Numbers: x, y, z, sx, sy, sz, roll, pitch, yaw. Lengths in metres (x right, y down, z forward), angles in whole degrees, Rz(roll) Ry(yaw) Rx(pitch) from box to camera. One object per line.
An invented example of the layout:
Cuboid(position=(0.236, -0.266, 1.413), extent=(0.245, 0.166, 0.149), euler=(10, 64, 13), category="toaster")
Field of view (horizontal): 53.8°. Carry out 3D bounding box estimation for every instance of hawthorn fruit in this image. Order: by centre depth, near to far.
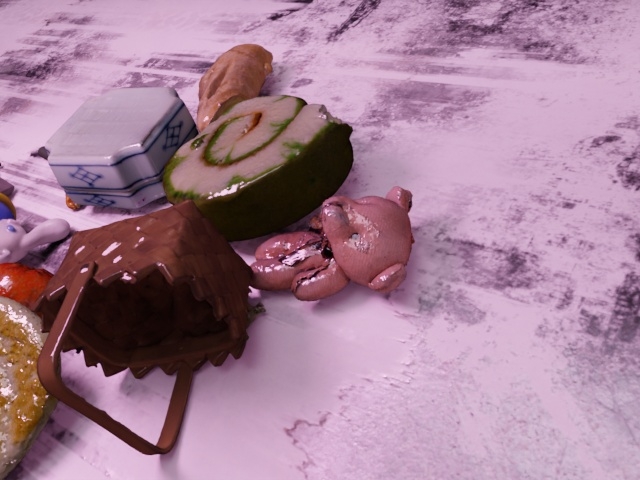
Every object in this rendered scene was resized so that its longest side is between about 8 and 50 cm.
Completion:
Cuboid(position=(-0.563, 0.136, 1.156), extent=(0.157, 0.157, 0.194), euler=(24, 84, 39), category="hawthorn fruit")

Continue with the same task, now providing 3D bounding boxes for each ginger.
Cuboid(position=(-0.212, -0.343, 1.473), extent=(0.190, 0.126, 0.354), euler=(-5, 44, 12), category="ginger")

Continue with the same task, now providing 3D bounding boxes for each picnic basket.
Cuboid(position=(-0.265, 0.125, 0.941), extent=(0.291, 0.254, 0.321), euler=(-14, 44, 23), category="picnic basket")

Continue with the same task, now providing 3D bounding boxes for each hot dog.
Cuboid(position=(-0.572, -0.113, 1.477), extent=(0.049, 0.037, 0.122), euler=(-33, 44, 11), category="hot dog")

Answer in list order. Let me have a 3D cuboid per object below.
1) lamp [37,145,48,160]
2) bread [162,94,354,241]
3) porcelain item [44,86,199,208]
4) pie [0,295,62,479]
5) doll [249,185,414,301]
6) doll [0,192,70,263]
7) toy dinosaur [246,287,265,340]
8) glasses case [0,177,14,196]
Cuboid(position=(-0.682, -0.252, 1.664), extent=(0.121, 0.041, 0.054), euler=(-44, 54, -15), category="lamp")
Cuboid(position=(-0.115, -0.160, 1.210), extent=(0.382, 0.129, 0.366), euler=(-13, 37, 21), category="bread")
Cuboid(position=(-0.434, -0.207, 1.406), extent=(0.285, 0.157, 0.281), euler=(3, 47, 21), category="porcelain item")
Cuboid(position=(-0.549, 0.237, 1.015), extent=(0.323, 0.070, 0.323), euler=(-3, 74, 10), category="pie")
Cuboid(position=(0.000, 0.000, 1.027), extent=(0.303, 0.156, 0.201), euler=(-10, 46, 22), category="doll")
Cuboid(position=(-0.735, 0.013, 1.329), extent=(0.242, 0.160, 0.311), euler=(33, 34, 15), category="doll")
Cuboid(position=(-0.130, 0.114, 1.064), extent=(0.060, 0.029, 0.120), euler=(-42, 41, 6), category="toy dinosaur")
Cuboid(position=(-0.819, -0.110, 1.507), extent=(0.042, 0.072, 0.190), euler=(-49, 7, 22), category="glasses case")
